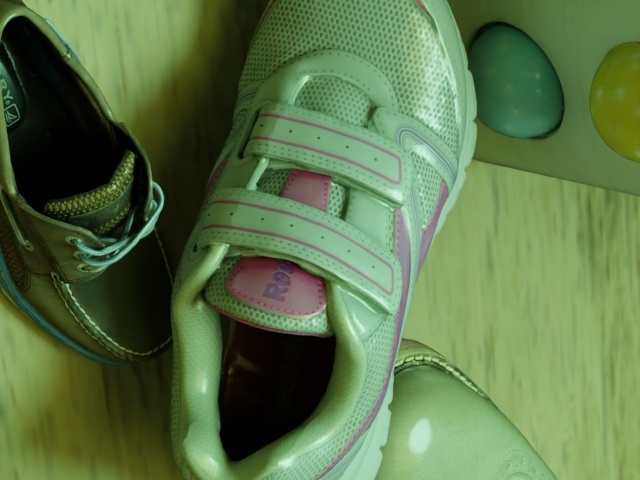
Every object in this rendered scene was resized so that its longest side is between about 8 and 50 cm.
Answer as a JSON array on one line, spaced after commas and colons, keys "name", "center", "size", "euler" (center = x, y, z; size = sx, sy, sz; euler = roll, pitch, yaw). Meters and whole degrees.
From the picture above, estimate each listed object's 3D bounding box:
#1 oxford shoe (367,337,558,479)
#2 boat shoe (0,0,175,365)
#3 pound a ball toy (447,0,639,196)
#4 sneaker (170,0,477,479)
[{"name": "oxford shoe", "center": [0.119, 0.209, 0.886], "size": [0.140, 0.146, 0.397], "euler": [-44, 124, -20]}, {"name": "boat shoe", "center": [-0.098, -0.017, 0.702], "size": [0.066, 0.066, 0.183], "euler": [-46, 126, -22]}, {"name": "pound a ball toy", "center": [0.192, -0.038, 0.772], "size": [0.136, 0.319, 0.208], "euler": [-33, 121, -29]}, {"name": "sneaker", "center": [0.000, 0.000, 0.734], "size": [0.111, 0.103, 0.252], "euler": [-2, 101, -81]}]
